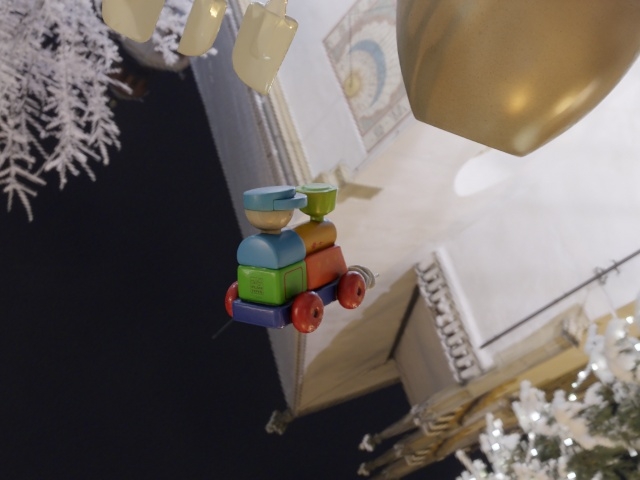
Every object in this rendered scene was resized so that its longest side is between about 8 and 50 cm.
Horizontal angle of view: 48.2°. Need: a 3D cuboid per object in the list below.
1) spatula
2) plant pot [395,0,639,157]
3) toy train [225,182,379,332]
[{"bbox_3d":[-0.081,-0.241,0.578,0.168,0.242,0.019,25,-136,-6],"label":"spatula"},{"bbox_3d":[0.199,-0.203,0.797,0.284,0.191,0.284,19,-167,-5],"label":"plant pot"},{"bbox_3d":[0.000,0.000,0.792,0.248,0.105,0.143,-20,-67,-55],"label":"toy train"}]
